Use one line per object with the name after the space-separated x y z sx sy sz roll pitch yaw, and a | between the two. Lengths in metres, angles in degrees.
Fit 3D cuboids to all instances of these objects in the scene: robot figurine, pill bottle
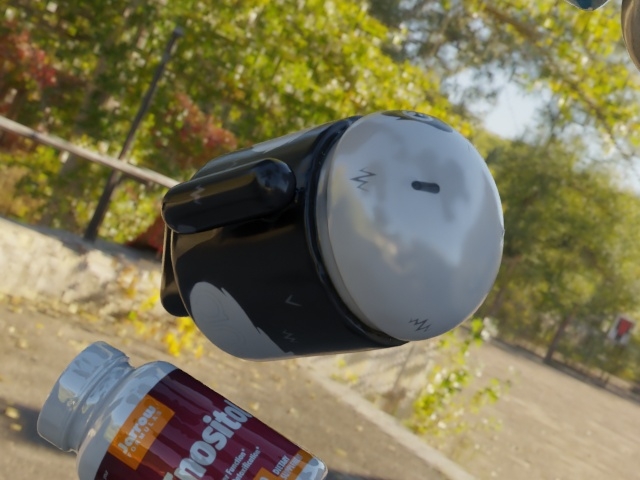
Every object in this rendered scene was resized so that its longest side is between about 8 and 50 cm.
0.001 -0.002 0.783 0.278 0.174 0.209 -12 18 39 | robot figurine
-0.080 0.123 0.586 0.152 0.086 0.086 30 6 10 | pill bottle

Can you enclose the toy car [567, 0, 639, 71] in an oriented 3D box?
0.304 -0.195 0.667 0.219 0.210 0.238 37 31 20 | toy car
